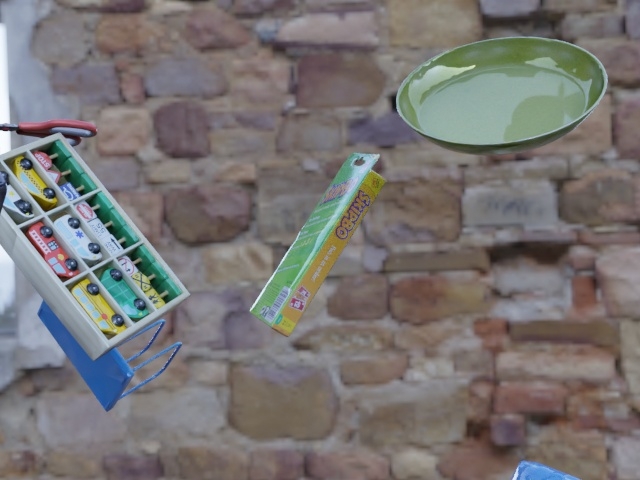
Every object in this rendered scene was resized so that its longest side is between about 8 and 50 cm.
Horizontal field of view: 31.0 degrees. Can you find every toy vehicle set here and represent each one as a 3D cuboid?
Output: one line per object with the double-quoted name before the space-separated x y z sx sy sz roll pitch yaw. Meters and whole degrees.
"toy vehicle set" -0.294 0.002 1.390 0.035 0.267 0.166 -41 -3 35

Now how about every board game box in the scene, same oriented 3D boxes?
"board game box" 0.000 0.000 1.511 0.039 0.259 0.124 31 -3 -17

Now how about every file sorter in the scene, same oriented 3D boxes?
"file sorter" -0.283 0.118 1.562 0.104 0.170 0.118 -30 -14 -36

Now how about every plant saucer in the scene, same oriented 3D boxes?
"plant saucer" 0.209 -0.163 1.340 0.241 0.037 0.241 -8 37 6

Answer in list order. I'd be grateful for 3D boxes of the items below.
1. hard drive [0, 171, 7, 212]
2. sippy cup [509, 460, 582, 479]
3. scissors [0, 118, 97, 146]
"hard drive" -0.339 0.054 0.912 0.054 0.255 0.172 31 17 6
"sippy cup" 0.309 0.425 1.547 0.240 0.224 0.305 22 -7 0
"scissors" -0.566 -0.215 2.154 0.297 0.021 0.109 7 -18 -33
